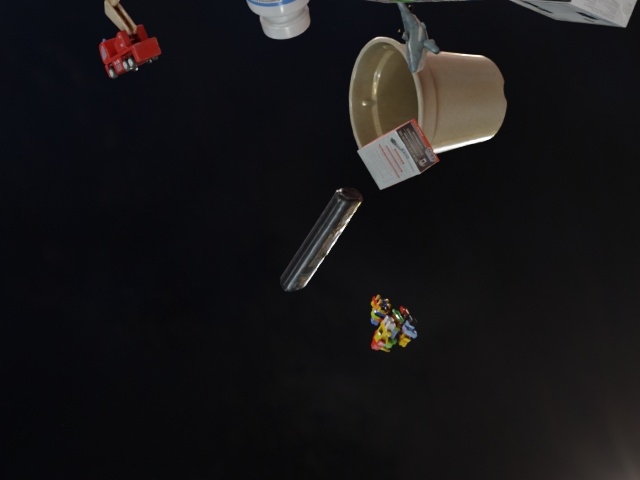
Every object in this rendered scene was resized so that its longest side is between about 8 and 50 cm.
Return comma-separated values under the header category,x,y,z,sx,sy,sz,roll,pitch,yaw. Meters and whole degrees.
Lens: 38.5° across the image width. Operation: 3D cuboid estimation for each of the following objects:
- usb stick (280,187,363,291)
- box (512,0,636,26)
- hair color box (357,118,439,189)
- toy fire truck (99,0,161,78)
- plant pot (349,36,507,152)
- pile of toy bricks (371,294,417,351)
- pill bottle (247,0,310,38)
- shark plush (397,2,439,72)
category,x,y,z,sx,sy,sz,roll,pitch,yaw
usb stick,0.000,0.000,1.959,0.045,0.278,0.077,47,-148,24
box,0.581,-0.573,2.140,0.169,0.087,0.290,14,-169,-24
hair color box,0.145,-0.161,1.738,0.053,0.167,0.093,-34,-84,-22
toy fire truck,-0.313,-0.343,1.466,0.047,0.192,0.135,-27,-78,-31
plant pot,0.286,-0.348,2.313,0.305,0.334,0.334,-9,-102,-26
pile of toy bricks,0.165,0.224,2.243,0.118,0.105,0.212,27,-167,-14
pill bottle,-0.081,-0.477,1.632,0.221,0.124,0.124,75,-163,-46
shark plush,0.193,-0.435,1.916,0.067,0.073,0.161,-23,-71,-35
